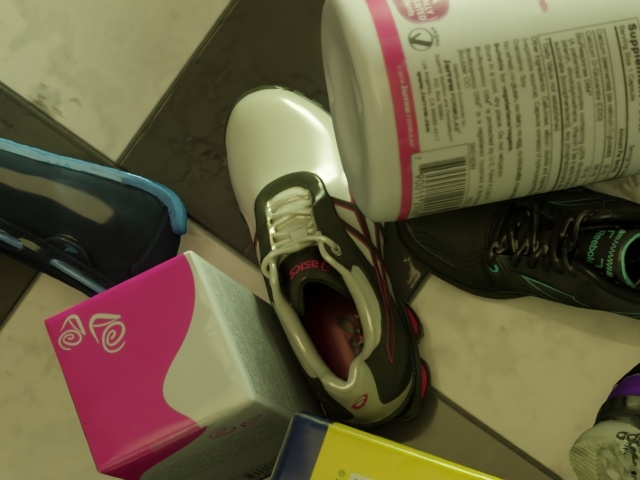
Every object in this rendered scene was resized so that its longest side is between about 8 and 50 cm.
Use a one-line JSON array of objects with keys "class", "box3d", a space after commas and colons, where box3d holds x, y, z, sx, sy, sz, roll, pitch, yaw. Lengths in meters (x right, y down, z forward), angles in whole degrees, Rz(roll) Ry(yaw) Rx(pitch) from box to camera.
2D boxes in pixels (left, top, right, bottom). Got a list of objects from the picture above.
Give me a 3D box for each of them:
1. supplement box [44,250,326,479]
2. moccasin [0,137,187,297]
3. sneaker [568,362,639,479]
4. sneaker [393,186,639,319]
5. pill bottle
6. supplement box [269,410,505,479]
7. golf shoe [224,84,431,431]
[{"class": "supplement box", "box3d": [-0.082, 0.098, 1.257, 0.111, 0.220, 0.114, -25, 74, 7]}, {"class": "moccasin", "box3d": [-0.273, -0.023, 1.377, 0.342, 0.138, 0.117, 14, 86, 17]}, {"class": "sneaker", "box3d": [0.319, 0.131, 1.197, 0.293, 0.102, 0.146, 17, 53, 29]}, {"class": "sneaker", "box3d": [0.175, -0.003, 1.278, 0.267, 0.106, 0.101, 12, 83, 17]}, {"class": "pill bottle", "box3d": [0.153, -0.114, 1.250, 0.283, 0.160, 0.160, -11, 75, -8]}, {"class": "supplement box", "box3d": [0.135, 0.262, 1.182, 0.356, 0.194, 0.195, 17, 83, 17]}, {"class": "golf shoe", "box3d": [0.000, 0.000, 1.314, 0.105, 0.120, 0.273, -26, 72, 9]}]
